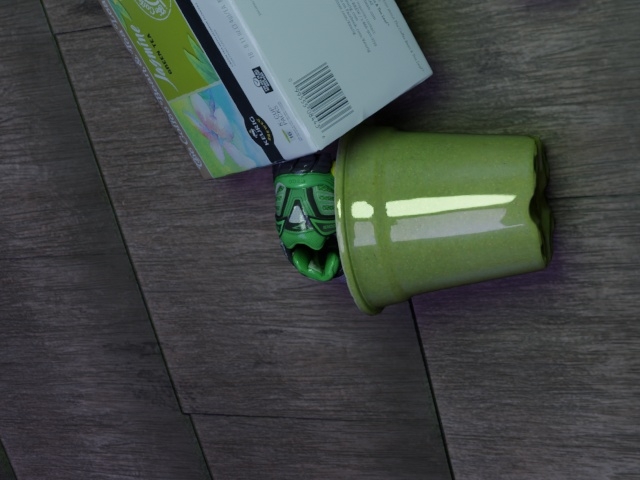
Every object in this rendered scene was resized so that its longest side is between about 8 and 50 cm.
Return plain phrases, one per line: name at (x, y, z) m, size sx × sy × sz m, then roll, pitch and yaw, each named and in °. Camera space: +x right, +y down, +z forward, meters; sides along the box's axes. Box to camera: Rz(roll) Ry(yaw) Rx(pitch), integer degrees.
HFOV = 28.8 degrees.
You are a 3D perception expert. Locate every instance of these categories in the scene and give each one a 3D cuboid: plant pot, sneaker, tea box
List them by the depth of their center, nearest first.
tea box at (-0.087, -0.283, 1.637) m, size 0.323 × 0.220 × 0.329 m, roll -9°, pitch 114°, yaw 60°
plant pot at (0.178, -0.043, 1.687) m, size 0.254 × 0.276 × 0.276 m, roll -5°, pitch 114°, yaw 18°
sneaker at (0.000, 0.000, 1.780) m, size 0.134 × 0.146 × 0.343 m, roll 1°, pitch 161°, yaw 18°
